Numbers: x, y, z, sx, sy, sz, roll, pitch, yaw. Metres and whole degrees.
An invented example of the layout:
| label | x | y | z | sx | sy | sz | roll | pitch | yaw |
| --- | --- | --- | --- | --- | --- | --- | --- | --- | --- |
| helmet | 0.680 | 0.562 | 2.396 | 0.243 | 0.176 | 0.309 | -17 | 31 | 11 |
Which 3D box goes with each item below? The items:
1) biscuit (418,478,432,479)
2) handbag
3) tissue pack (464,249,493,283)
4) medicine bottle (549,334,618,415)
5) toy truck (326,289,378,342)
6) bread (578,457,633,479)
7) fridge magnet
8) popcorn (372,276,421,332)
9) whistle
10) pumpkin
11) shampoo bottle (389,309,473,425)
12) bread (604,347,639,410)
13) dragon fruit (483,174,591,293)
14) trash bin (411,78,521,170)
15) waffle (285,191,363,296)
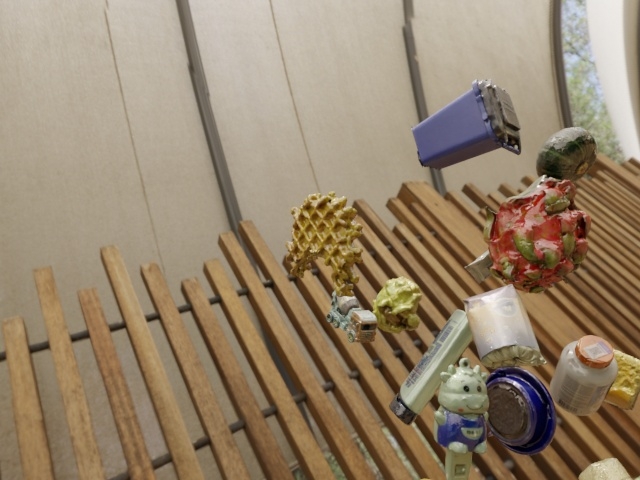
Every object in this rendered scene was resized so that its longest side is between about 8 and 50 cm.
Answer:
| label | x | y | z | sx | sy | sz | roll | pitch | yaw |
| --- | --- | --- | --- | --- | --- | --- | --- | --- | --- |
| biscuit | 0.243 | 0.604 | 0.932 | 0.153 | 0.234 | 0.030 | -19 | -76 | 3 |
| handbag | 0.366 | 0.181 | 0.882 | 0.117 | 0.173 | 0.095 | -24 | -46 | 22 |
| tissue pack | 0.605 | 0.064 | 1.520 | 0.193 | 0.026 | 0.122 | -40 | -52 | 13 |
| medicine bottle | 0.842 | 0.425 | 1.396 | 0.156 | 0.157 | 0.289 | -27 | -46 | -15 |
| toy truck | 0.120 | 0.287 | 1.707 | 0.107 | 0.256 | 0.140 | 4 | -74 | -30 |
| bread | 0.809 | 0.707 | 1.210 | 0.133 | 0.141 | 0.148 | -14 | -58 | -1 |
| fridge magnet | 0.621 | 0.540 | 1.397 | 0.112 | 0.266 | 0.266 | 6 | -50 | -30 |
| popcorn | 0.320 | 0.273 | 1.835 | 0.194 | 0.255 | 0.256 | 23 | -71 | -12 |
| whistle | 0.266 | 0.345 | 0.825 | 0.110 | 0.245 | 0.092 | 5 | -2 | -13 |
| pumpkin | 0.662 | -0.224 | 1.182 | 0.167 | 0.125 | 0.167 | -16 | -33 | -11 |
| shampoo bottle | 0.334 | 0.370 | 1.297 | 0.360 | 0.078 | 0.134 | -53 | 3 | -4 |
| bread | 1.029 | 0.484 | 1.579 | 0.262 | 0.162 | 0.205 | 43 | -112 | -86 |
| dragon fruit | 0.563 | -0.013 | 1.137 | 0.231 | 0.237 | 0.303 | 25 | -88 | -44 |
| trash bin | 0.368 | -0.270 | 1.112 | 0.234 | 0.184 | 0.162 | -22 | -16 | 39 |
| waffle | 0.000 | 0.000 | 1.150 | 0.069 | 0.292 | 0.260 | -2 | -82 | -39 |
